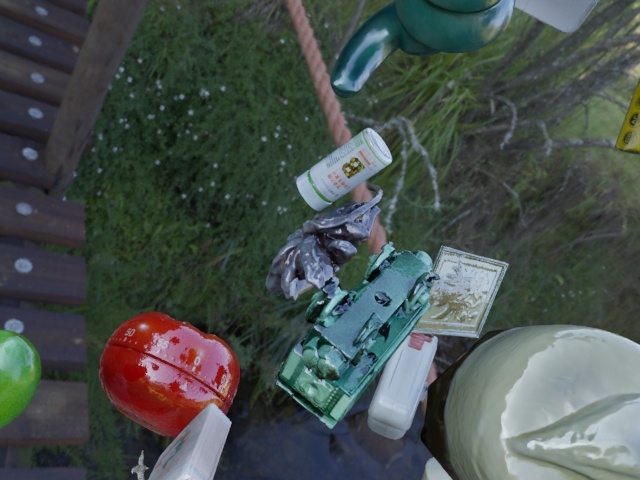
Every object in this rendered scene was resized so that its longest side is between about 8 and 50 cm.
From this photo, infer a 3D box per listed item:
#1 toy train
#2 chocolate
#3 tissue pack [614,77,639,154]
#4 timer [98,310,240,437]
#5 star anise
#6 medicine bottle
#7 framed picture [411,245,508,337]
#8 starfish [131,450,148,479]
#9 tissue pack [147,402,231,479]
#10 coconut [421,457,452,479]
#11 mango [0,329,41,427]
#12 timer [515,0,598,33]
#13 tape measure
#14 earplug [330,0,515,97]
[{"bbox_3d":[0.055,0.103,0.800,0.115,0.154,0.269,37,43,13],"label":"toy train"},{"bbox_3d":[0.321,0.268,0.828,0.314,0.326,0.297,50,4,13],"label":"chocolate"},{"bbox_3d":[0.449,-0.175,0.735,0.082,0.169,0.120,5,15,-46],"label":"tissue pack"},{"bbox_3d":[-0.415,0.371,1.670,0.378,0.378,0.279,33,63,-13],"label":"timer"},{"bbox_3d":[0.000,0.000,1.322,0.139,0.316,0.359,55,15,-18],"label":"star anise"},{"bbox_3d":[0.047,-0.142,1.230,0.086,0.183,0.086,44,26,-27],"label":"medicine bottle"},{"bbox_3d":[0.271,0.105,1.177,0.232,0.172,0.010,11,12,-42],"label":"framed picture"},{"bbox_3d":[-0.425,0.540,1.440,0.092,0.016,0.086,69,7,-67],"label":"starfish"},{"bbox_3d":[-0.250,0.418,1.089,0.071,0.170,0.325,45,1,-4],"label":"tissue pack"},{"bbox_3d":[0.306,0.559,1.313,0.202,0.222,0.202,62,11,-21],"label":"coconut"},{"bbox_3d":[-0.727,0.298,1.264,0.201,0.382,0.225,6,55,-64],"label":"mango"},{"bbox_3d":[0.408,-0.505,1.015,0.194,0.192,0.194,30,65,4],"label":"timer"},{"bbox_3d":[0.224,0.397,1.669,0.130,0.265,0.258,18,60,11],"label":"tape measure"},{"bbox_3d":[0.142,-0.330,0.849,0.258,0.280,0.163,-6,71,-9],"label":"earplug"}]
